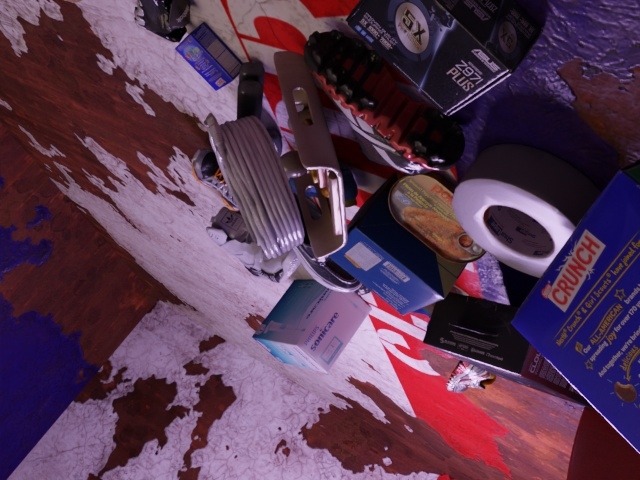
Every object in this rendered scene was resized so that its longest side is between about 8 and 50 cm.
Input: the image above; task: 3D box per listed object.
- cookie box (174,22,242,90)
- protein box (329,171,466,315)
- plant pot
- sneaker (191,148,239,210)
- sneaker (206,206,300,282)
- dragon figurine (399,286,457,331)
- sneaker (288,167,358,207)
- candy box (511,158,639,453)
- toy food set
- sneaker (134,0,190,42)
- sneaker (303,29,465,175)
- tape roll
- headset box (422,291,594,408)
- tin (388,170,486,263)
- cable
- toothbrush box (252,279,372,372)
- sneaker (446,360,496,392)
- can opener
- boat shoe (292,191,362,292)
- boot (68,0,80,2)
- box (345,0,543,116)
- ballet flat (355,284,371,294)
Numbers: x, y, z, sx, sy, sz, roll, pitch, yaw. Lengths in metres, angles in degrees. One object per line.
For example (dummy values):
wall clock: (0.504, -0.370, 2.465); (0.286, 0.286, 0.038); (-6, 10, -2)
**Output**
cookie box: (-0.200, -0.330, 1.314); (0.107, 0.040, 0.092); (46, 158, -20)
protein box: (0.146, 0.014, 1.337); (0.199, 0.136, 0.201); (38, 160, -3)
plant pot: (0.646, 0.512, 1.437); (0.267, 0.236, 0.267); (44, 159, -17)
sneaker: (-0.218, -0.142, 1.708); (0.083, 0.084, 0.215); (15, 160, 43)
sneaker: (-0.164, -0.006, 1.815); (0.210, 0.137, 0.366); (40, 163, -15)
dragon figurine: (0.281, 0.179, 1.545); (0.289, 0.085, 0.144); (38, 160, 2)
sneaker: (0.004, -0.123, 1.411); (0.209, 0.069, 0.082); (23, 124, 55)
candy box: (0.413, 0.103, 0.819); (0.317, 0.122, 0.268); (49, 138, 27)
toy food set: (-0.029, -0.131, 1.208); (0.306, 0.092, 0.220); (81, 175, -63)
sneaker: (-0.262, -0.407, 1.208); (0.106, 0.078, 0.234); (34, 164, 3)
sneaker: (0.077, -0.189, 1.067); (0.276, 0.098, 0.135); (39, 158, -7)
tape roll: (0.303, -0.038, 1.057); (0.219, 0.072, 0.219); (32, 159, 14)
headset box: (0.344, 0.189, 1.295); (0.293, 0.110, 0.218); (27, 170, -39)
tin: (0.200, -0.041, 1.204); (0.189, 0.040, 0.106); (39, 128, -3)
cable: (-0.111, -0.094, 1.287); (0.257, 0.089, 0.257); (101, 144, -76)
toothbrush box: (-0.029, 0.226, 1.984); (0.126, 0.216, 0.295); (44, 158, -18)
sneaker: (0.361, 0.324, 1.724); (0.092, 0.088, 0.225); (32, 159, 13)
can opener: (-0.118, -0.234, 1.371); (0.093, 0.074, 0.280); (2, 159, -2)
boat shoe: (0.000, 0.000, 1.617); (0.301, 0.108, 0.102); (51, 159, -13)
boot: (-0.407, -0.487, 1.251); (0.203, 0.095, 0.262); (31, 155, 16)
box: (0.140, -0.252, 0.854); (0.180, 0.077, 0.147); (41, 159, -9)
ballet flat: (0.061, 0.063, 1.743); (0.173, 0.057, 0.049); (42, 119, -14)
